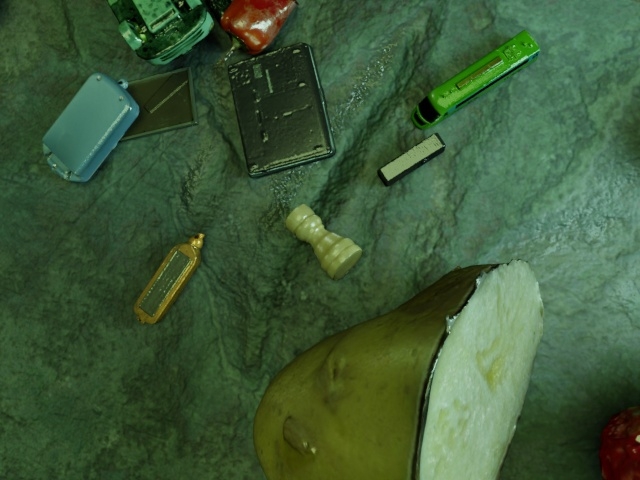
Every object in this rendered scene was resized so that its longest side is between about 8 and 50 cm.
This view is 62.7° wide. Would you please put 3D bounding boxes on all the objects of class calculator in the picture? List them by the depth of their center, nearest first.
[{"bbox_3d":[-0.407,-0.201,0.929,0.121,0.039,0.210,41,95,15],"label":"calculator"}]

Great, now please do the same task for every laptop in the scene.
[{"bbox_3d":[-0.067,-0.219,0.876,0.154,0.026,0.207,-14,80,10],"label":"laptop"}]

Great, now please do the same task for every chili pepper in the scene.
[{"bbox_3d":[-0.120,-0.357,0.877,0.192,0.084,0.086,-51,43,-1],"label":"chili pepper"}]

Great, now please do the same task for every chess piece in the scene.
[{"bbox_3d":[0.000,0.000,0.820,0.122,0.066,0.066,42,92,18],"label":"chess piece"}]

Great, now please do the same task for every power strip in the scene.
[{"bbox_3d":[0.142,-0.124,0.817,0.111,0.038,0.029,-33,79,7],"label":"power strip"},{"bbox_3d":[-0.246,0.061,0.876,0.049,0.028,0.178,34,91,13],"label":"power strip"}]

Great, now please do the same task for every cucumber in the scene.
[{"bbox_3d":[-0.221,-0.482,0.932,0.044,0.043,0.256,-33,77,1],"label":"cucumber"}]

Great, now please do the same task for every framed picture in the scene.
[{"bbox_3d":[-0.293,-0.242,0.932,0.149,0.011,0.109,-10,82,10],"label":"framed picture"}]

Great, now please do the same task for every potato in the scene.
[{"bbox_3d":[0.084,0.181,0.701,0.296,0.290,0.396,5,62,39],"label":"potato"}]

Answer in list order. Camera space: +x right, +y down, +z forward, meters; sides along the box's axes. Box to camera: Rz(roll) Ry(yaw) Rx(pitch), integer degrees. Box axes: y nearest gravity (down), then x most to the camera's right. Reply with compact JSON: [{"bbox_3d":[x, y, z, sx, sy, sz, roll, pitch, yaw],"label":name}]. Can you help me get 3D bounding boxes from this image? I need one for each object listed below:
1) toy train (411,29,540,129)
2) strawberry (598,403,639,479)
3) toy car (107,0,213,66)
[{"bbox_3d":[0.234,-0.244,0.811,0.209,0.042,0.044,-33,77,5],"label":"toy train"},{"bbox_3d":[0.484,0.303,0.575,0.292,0.291,0.309,-21,64,8],"label":"strawberry"},{"bbox_3d":[-0.286,-0.418,0.896,0.136,0.125,0.305,-34,68,4],"label":"toy car"}]
